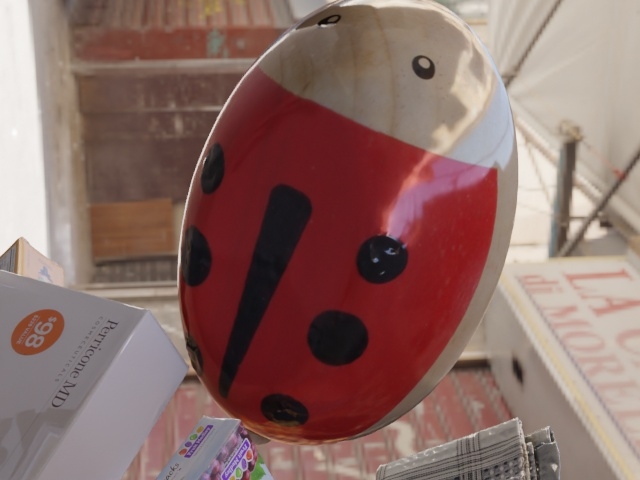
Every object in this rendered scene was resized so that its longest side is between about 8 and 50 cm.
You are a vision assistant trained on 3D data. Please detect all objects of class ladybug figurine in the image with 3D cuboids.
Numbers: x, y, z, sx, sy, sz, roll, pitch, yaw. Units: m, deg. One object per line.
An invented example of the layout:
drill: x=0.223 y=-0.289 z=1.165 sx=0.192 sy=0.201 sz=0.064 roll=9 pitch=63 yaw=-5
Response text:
ladybug figurine: x=0.000 y=0.000 z=0.954 sx=0.162 sy=0.305 sz=0.449 roll=-18 pitch=129 yaw=-60

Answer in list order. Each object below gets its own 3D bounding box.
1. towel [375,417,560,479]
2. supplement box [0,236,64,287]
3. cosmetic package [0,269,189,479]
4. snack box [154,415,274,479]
towel: x=0.223 y=0.418 z=1.678 sx=0.312 sy=0.324 sz=0.056 roll=-77 pitch=145 yaw=-60
supplement box: x=-0.364 y=0.088 z=1.310 sx=0.078 sy=0.080 sz=0.233 roll=43 pitch=12 yaw=-27
cosmetic package: x=-0.320 y=0.194 z=0.842 sx=0.377 sy=0.284 sz=0.097 roll=-60 pitch=147 yaw=-29
snack box: x=-0.078 y=0.196 z=0.677 sx=0.141 sy=0.037 sz=0.100 roll=-52 pitch=131 yaw=-41
